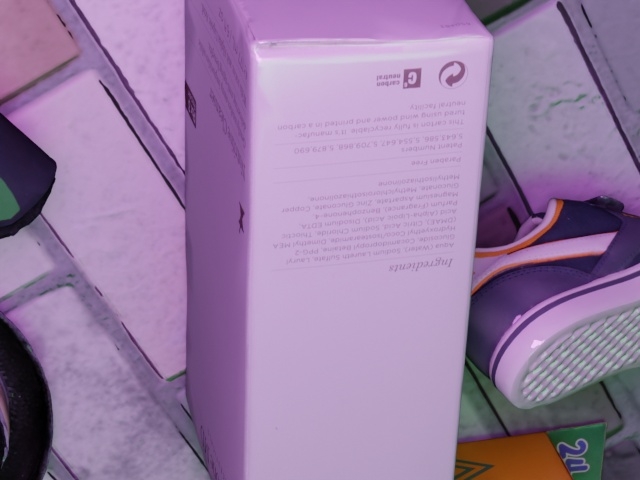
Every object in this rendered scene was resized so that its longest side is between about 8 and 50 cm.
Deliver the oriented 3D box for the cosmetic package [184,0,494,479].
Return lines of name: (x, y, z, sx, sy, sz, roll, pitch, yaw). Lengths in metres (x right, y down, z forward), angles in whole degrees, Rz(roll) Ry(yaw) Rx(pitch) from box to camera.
cosmetic package: (0.000, 0.000, 1.254, 0.156, 0.217, 0.385, -4, 119, -14)

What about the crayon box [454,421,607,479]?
crayon box: (0.084, 0.268, 1.517, 0.323, 0.083, 0.203, -7, 122, -12)

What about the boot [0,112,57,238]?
boot: (-0.234, -0.107, 1.190, 0.246, 0.094, 0.207, -36, 120, 16)

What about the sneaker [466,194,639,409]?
sneaker: (0.222, 0.027, 1.397, 0.321, 0.127, 0.126, -8, 132, -40)

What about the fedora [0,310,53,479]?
fedora: (-0.345, 0.167, 1.293, 0.334, 0.152, 0.334, -7, 122, -12)
